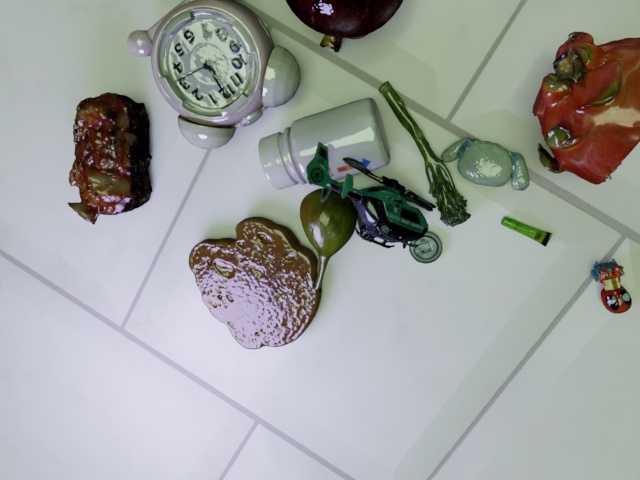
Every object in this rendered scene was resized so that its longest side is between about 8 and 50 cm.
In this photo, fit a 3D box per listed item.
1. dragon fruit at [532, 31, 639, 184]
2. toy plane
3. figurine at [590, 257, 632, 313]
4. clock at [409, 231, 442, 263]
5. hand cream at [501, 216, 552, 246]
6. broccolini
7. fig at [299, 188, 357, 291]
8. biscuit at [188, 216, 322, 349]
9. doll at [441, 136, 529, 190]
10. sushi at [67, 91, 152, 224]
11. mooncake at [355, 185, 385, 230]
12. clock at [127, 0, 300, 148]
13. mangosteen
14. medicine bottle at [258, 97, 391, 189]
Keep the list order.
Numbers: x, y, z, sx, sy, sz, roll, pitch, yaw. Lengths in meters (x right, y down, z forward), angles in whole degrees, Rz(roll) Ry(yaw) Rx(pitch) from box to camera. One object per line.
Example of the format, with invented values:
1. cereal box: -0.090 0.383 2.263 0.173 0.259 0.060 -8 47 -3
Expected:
1. dragon fruit: 0.558 -0.284 1.089 0.226 0.305 0.305 31 107 12
2. toy plane: 0.125 -0.084 1.208 0.382 0.106 0.155 21 77 -26
3. figurine: 0.692 0.114 1.253 0.068 0.075 0.140 -17 109 14
4. clock: 0.270 0.017 1.350 0.085 0.017 0.085 3 103 11
5. hand cream: 0.502 -0.025 1.288 0.122 0.023 0.036 24 103 2
6. broccolini: 0.237 -0.204 1.278 0.079 0.074 0.392 -32 92 34
7. fig: 0.000 0.000 1.317 0.152 0.151 0.259 17 92 8
8. biscuit: -0.181 0.113 1.443 0.381 0.074 0.358 33 105 6
9. doll: 0.393 -0.181 1.248 0.214 0.071 0.103 22 111 16
10. sushi: -0.566 -0.214 1.397 0.197 0.182 0.342 8 101 17
11. mooncake: 0.152 -0.073 1.328 0.125 0.073 0.129 -7 103 12
12. clock: -0.251 -0.422 1.285 0.342 0.184 0.325 -30 99 22
13. mangosteen: 0.058 -0.575 1.140 0.297 0.293 0.296 -15 60 28
14. medicine bottle: 0.011 -0.223 1.272 0.293 0.170 0.170 -15 99 14
